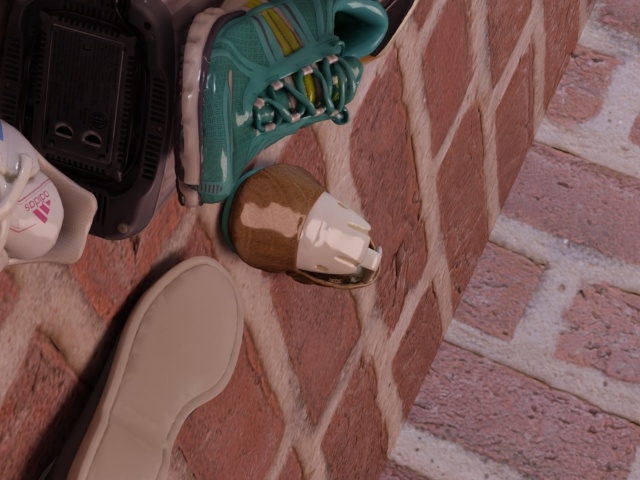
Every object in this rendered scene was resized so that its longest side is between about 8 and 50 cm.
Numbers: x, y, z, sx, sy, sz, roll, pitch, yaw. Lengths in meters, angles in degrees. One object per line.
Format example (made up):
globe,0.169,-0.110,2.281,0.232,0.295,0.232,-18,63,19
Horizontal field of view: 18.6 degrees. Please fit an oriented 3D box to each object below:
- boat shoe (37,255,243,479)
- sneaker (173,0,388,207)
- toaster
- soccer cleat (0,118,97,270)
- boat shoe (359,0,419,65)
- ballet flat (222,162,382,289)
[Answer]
boat shoe,-0.168,0.142,1.745,0.099,0.116,0.319,-23,-148,43
sneaker,-0.029,-0.113,1.316,0.275,0.110,0.107,-60,158,-53
toaster,-0.140,-0.123,1.364,0.146,0.129,0.227,-51,153,-59
soccer cleat,-0.229,-0.041,1.117,0.331,0.143,0.116,10,101,-75
boat shoe,0.082,-0.384,1.697,0.500,0.186,0.156,-66,172,7
ballet flat,0.000,0.000,2.029,0.342,0.124,0.116,43,68,-74
